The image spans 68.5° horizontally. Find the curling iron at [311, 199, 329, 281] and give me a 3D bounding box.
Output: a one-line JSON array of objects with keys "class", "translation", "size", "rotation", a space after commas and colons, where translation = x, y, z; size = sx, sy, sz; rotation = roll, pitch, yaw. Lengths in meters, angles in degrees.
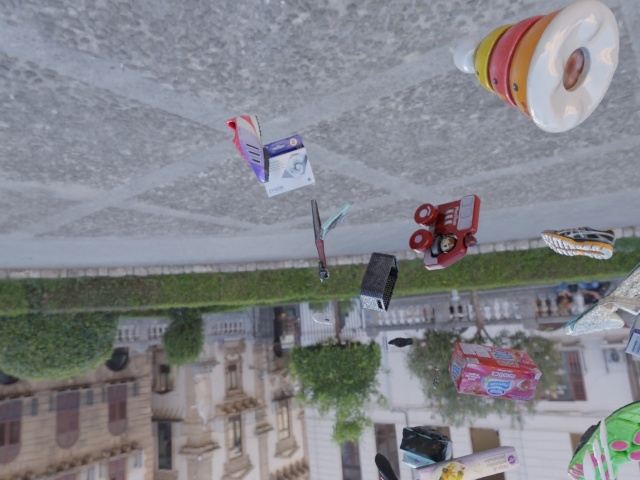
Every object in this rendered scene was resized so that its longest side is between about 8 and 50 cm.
[{"class": "curling iron", "translation": [0.000, 0.000, 1.550], "size": [0.035, 0.274, 0.068], "rotation": [-6, 179, -6]}]

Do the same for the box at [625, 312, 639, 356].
[{"class": "box", "translation": [0.933, 0.276, 1.302], "size": [0.126, 0.072, 0.137], "rotation": [20, -152, 32]}]

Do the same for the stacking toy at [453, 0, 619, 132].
[{"class": "stacking toy", "translation": [0.602, -0.548, 1.452], "size": [0.351, 0.350, 0.480], "rotation": [3, -159, -33]}]

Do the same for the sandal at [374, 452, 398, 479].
[{"class": "sandal", "translation": [0.266, 0.938, 1.872], "size": [0.067, 0.179, 0.040], "rotation": [0, 133, -41]}]

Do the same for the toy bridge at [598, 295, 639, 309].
[{"class": "toy bridge", "translation": [0.815, 0.167, 1.264], "size": [0.063, 0.026, 0.188], "rotation": [18, 172, -3]}]

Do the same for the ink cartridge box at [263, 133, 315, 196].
[{"class": "ink cartridge box", "translation": [-0.157, -0.328, 2.057], "size": [0.223, 0.224, 0.045], "rotation": [-18, -171, 0]}]

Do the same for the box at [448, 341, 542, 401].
[{"class": "box", "translation": [0.579, 0.439, 1.576], "size": [0.257, 0.122, 0.128], "rotation": [8, -159, -5]}]

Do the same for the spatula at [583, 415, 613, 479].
[{"class": "spatula", "translation": [0.776, 0.633, 1.308], "size": [0.019, 0.242, 0.168], "rotation": [1, -148, 45]}]

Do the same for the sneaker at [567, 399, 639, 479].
[{"class": "sneaker", "translation": [1.008, 0.663, 1.603], "size": [0.202, 0.185, 0.482], "rotation": [-42, 158, -46]}]

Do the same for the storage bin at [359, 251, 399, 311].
[{"class": "storage bin", "translation": [0.207, 0.144, 1.643], "size": [0.084, 0.180, 0.122], "rotation": [10, 146, 23]}]

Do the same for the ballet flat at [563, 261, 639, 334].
[{"class": "ballet flat", "translation": [1.104, 0.242, 1.744], "size": [0.409, 0.147, 0.147], "rotation": [-39, 166, 0]}]

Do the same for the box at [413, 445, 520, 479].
[{"class": "box", "translation": [0.451, 0.703, 1.453], "size": [0.324, 0.063, 0.067], "rotation": [-8, 161, -11]}]

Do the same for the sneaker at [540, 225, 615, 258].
[{"class": "sneaker", "translation": [0.778, -0.004, 1.421], "size": [0.215, 0.083, 0.084], "rotation": [17, 157, 49]}]

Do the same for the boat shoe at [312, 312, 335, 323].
[{"class": "boat shoe", "translation": [0.005, 0.288, 1.722], "size": [0.100, 0.035, 0.035], "rotation": [17, 156, -33]}]

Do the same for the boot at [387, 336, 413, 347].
[{"class": "boot", "translation": [0.338, 0.450, 2.073], "size": [0.121, 0.045, 0.099], "rotation": [4, 166, -35]}]

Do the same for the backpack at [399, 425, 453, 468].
[{"class": "backpack", "translation": [0.371, 0.723, 1.631], "size": [0.166, 0.144, 0.188], "rotation": [5, 169, 27]}]

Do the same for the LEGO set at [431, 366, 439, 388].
[{"class": "LEGO set", "translation": [0.439, 0.529, 1.811], "size": [0.023, 0.083, 0.054], "rotation": [6, 155, -7]}]

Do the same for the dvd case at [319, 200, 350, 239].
[{"class": "dvd case", "translation": [0.033, -0.046, 1.134], "size": [0.087, 0.013, 0.119], "rotation": [-43, 173, -10]}]

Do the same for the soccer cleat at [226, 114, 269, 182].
[{"class": "soccer cleat", "translation": [-0.263, -0.336, 1.733], "size": [0.116, 0.318, 0.108], "rotation": [-9, 150, -17]}]

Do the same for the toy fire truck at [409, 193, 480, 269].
[{"class": "toy fire truck", "translation": [0.518, -0.033, 1.906], "size": [0.169, 0.302, 0.254], "rotation": [33, 150, -32]}]
